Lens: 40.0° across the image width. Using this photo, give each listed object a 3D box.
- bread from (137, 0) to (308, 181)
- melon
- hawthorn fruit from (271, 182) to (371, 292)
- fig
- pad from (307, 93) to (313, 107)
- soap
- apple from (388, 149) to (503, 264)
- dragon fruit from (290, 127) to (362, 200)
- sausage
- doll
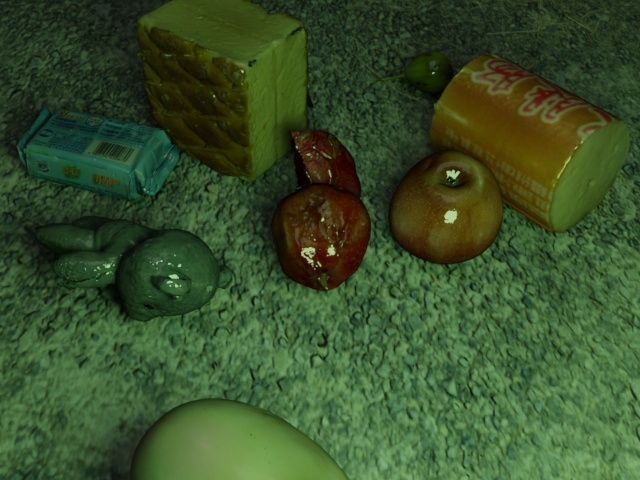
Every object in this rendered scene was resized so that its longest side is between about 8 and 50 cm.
[{"bbox_3d":[-0.182,-0.300,1.672,0.279,0.279,0.207,28,51,21],"label":"bread"},{"bbox_3d":[-0.090,0.324,1.073,0.317,0.223,0.223,31,52,24],"label":"melon"},{"bbox_3d":[-0.003,-0.011,1.466,0.173,0.173,0.179,23,48,21],"label":"hawthorn fruit"},{"bbox_3d":[0.204,-0.371,1.887,0.166,0.093,0.093,18,47,18],"label":"fig"},{"bbox_3d":[-0.159,-0.403,1.819,0.323,0.250,0.055,21,67,28],"label":"pad"},{"bbox_3d":[-0.422,-0.166,1.670,0.293,0.077,0.156,13,45,11],"label":"soap"},{"bbox_3d":[0.218,-0.062,1.518,0.201,0.162,0.201,2,43,-2],"label":"apple"},{"bbox_3d":[0.018,-0.132,1.597,0.127,0.161,0.120,-29,49,-13],"label":"dragon fruit"},{"bbox_3d":[0.378,-0.181,1.596,0.233,0.233,0.287,-32,55,-29],"label":"sausage"},{"bbox_3d":[-0.309,0.047,1.435,0.340,0.158,0.246,8,11,27],"label":"doll"}]
